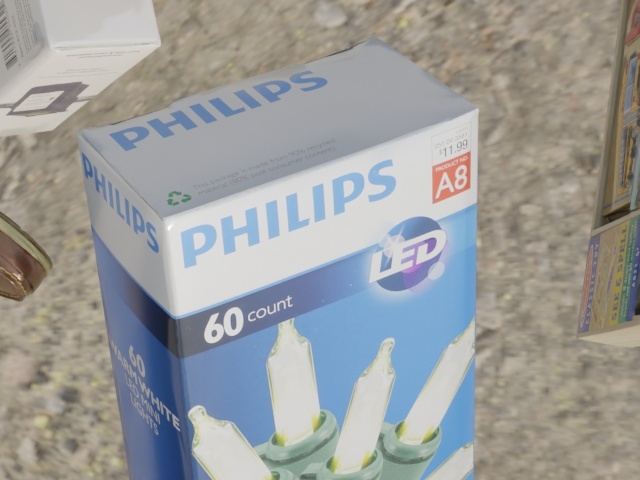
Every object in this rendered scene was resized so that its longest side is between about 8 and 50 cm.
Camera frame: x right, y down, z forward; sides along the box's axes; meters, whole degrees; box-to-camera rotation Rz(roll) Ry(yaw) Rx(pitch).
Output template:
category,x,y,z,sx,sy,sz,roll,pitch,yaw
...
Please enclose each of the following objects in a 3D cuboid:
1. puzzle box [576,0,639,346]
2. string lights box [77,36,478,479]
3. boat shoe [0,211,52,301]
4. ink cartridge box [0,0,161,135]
category,x,y,z,sx,sy,sz,roll,pitch,yaw
puzzle box,0.284,-0.123,1.299,0.052,0.272,0.409,9,82,-3
string lights box,-0.010,0.061,0.665,0.133,0.077,0.259,-21,129,-23
boat shoe,-0.214,-0.005,0.775,0.178,0.064,0.060,21,66,10
ink cartridge box,-0.239,-0.200,1.348,0.100,0.237,0.172,-7,80,-33
